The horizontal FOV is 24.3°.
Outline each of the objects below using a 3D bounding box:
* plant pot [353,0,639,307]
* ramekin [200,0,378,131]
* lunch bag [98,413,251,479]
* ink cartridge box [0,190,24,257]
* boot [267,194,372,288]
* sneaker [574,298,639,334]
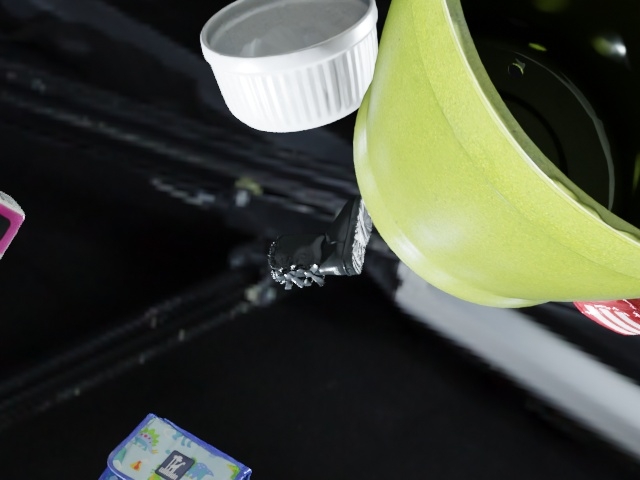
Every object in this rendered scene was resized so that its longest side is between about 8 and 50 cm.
[{"bbox_3d":[0.185,-0.107,1.028,0.367,0.353,0.366,5,-107,-17],"label":"plant pot"},{"bbox_3d":[-0.029,-0.213,1.734,0.207,0.109,0.207,-10,-149,6],"label":"ramekin"},{"bbox_3d":[-0.158,0.267,1.496,0.129,0.096,0.151,27,-102,19],"label":"lunch bag"},{"bbox_3d":[-0.385,0.088,1.066,0.176,0.371,0.069,32,-177,-28],"label":"ink cartridge box"},{"bbox_3d":[0.000,0.000,1.621,0.099,0.045,0.121,-7,-137,21],"label":"boot"},{"bbox_3d":[0.275,0.006,1.431,0.128,0.221,0.087,-18,-164,40],"label":"sneaker"}]
